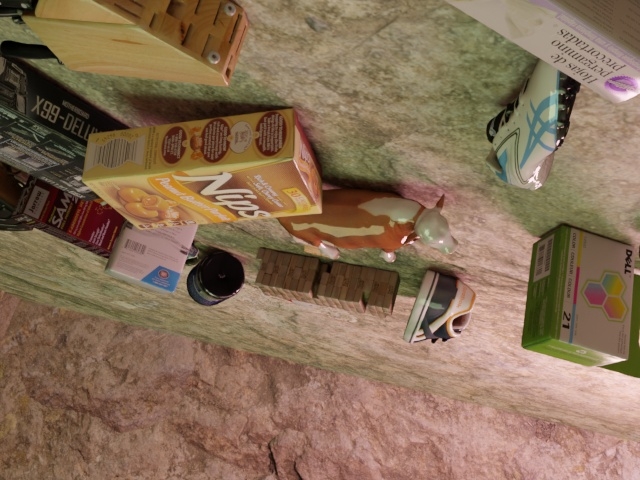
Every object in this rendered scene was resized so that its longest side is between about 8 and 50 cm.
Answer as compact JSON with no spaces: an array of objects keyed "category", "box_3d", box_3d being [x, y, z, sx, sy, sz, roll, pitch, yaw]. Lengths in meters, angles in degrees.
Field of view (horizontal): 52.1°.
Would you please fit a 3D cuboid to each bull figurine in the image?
[{"category":"bull figurine","box_3d":[0.078,-0.026,1.095,0.310,0.101,0.188,10,163,13]}]

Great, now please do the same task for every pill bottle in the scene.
[{"category":"pill bottle","box_3d":[-0.285,0.108,1.729,0.123,0.123,0.219,21,160,-18]}]

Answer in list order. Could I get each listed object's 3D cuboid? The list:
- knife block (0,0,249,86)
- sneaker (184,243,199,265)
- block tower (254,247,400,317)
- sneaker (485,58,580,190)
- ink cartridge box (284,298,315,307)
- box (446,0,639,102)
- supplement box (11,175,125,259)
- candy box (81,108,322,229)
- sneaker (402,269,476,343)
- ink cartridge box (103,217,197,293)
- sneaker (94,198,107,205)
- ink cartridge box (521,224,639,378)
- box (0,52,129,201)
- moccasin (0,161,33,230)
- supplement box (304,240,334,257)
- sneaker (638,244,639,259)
[{"category":"knife block","box_3d":[-0.254,-0.245,0.751,0.275,0.088,0.242,25,160,-27]},{"category":"sneaker","box_3d":[-0.358,0.045,1.692,0.086,0.064,0.192,23,157,-7]},{"category":"block tower","box_3d":[0.011,0.101,1.525,0.335,0.097,0.091,11,160,16]},{"category":"sneaker","box_3d":[0.227,-0.130,0.717,0.086,0.085,0.237,18,159,14]},{"category":"ink cartridge box","box_3d":[-0.041,0.129,1.703,0.099,0.056,0.135,23,160,-19]},{"category":"box","box_3d":[0.158,-0.217,0.542,0.324,0.067,0.063,22,161,-21]},{"category":"supplement box","box_3d":[-0.521,-0.060,1.421,0.239,0.130,0.073,29,157,-37]},{"category":"candy box","box_3d":[-0.168,-0.099,0.992,0.316,0.087,0.183,-4,158,12]},{"category":"sneaker","box_3d":[0.265,0.172,1.479,0.127,0.126,0.321,19,160,8]},{"category":"ink cartridge box","box_3d":[-0.346,0.000,1.362,0.139,0.191,0.082,24,161,-22]},{"category":"sneaker","box_3d":[-0.442,-0.110,1.324,0.067,0.064,0.175,33,153,-26]},{"category":"ink cartridge box","box_3d":[0.465,0.106,1.040,0.255,0.189,0.097,16,160,-6]},{"category":"box","box_3d":[-0.460,-0.172,1.111,0.242,0.076,0.307,-6,154,43]},{"category":"moccasin","box_3d":[-0.707,-0.133,1.376,0.139,0.147,0.380,-4,153,11]},{"category":"supplement box","box_3d":[0.000,0.000,1.331,0.062,0.036,0.098,13,161,4]},{"category":"sneaker","box_3d":[0.515,0.002,0.931,0.058,0.052,0.135,6,169,-5]}]
